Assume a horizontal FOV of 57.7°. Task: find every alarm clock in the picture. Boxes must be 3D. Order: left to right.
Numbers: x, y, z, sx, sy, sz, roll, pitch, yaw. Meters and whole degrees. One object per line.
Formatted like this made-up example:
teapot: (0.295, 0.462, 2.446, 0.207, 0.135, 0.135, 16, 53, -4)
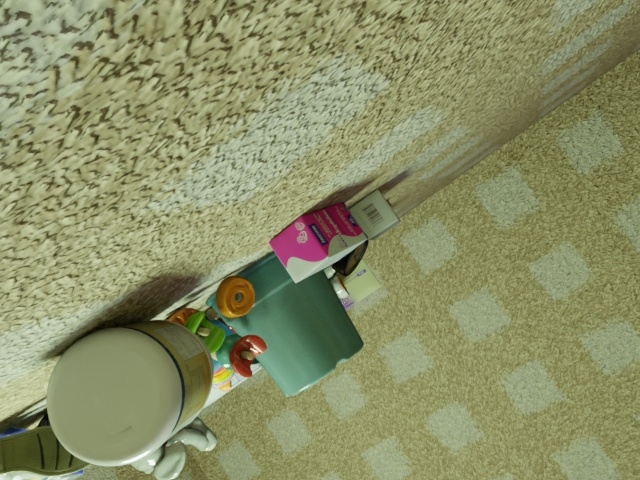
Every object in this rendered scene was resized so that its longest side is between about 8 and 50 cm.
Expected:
alarm clock: (0.091, 0.033, 1.697, 0.192, 0.064, 0.129, -16, 135, -61)

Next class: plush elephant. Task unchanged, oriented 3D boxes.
plush elephant: (-0.527, 0.656, 1.905, 0.255, 0.272, 0.330, -54, 162, -30)

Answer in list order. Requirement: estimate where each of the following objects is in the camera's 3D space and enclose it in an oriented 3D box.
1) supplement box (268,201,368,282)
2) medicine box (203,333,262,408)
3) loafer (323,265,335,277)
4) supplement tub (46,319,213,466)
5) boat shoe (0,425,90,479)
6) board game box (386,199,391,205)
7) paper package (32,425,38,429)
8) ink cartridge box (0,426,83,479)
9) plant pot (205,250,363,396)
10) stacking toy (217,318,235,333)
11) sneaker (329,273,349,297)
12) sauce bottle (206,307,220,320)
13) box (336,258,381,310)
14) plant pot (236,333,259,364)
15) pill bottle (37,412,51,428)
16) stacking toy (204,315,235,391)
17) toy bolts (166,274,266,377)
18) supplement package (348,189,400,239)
supplement box: (0.000, 0.000, 1.327, 0.114, 0.111, 0.220, -38, 174, 30)
medicine box: (-0.388, 0.436, 2.098, 0.289, 0.149, 0.263, -33, -159, -9)
loafer: (-0.016, 0.085, 1.924, 0.319, 0.111, 0.112, -34, -178, 39)
supplement tub: (-0.334, 0.268, 1.095, 0.228, 0.228, 0.316, -34, 174, 0)
boat shoe: (-0.667, 0.482, 1.296, 0.303, 0.113, 0.103, 11, 149, -37)
board game box: (0.117, -0.056, 1.947, 0.145, 0.027, 0.281, -41, 171, 40)
paper package: (-0.825, 0.657, 1.880, 0.310, 0.168, 0.325, -35, 173, 12)
ink cartridge box: (-0.759, 0.581, 1.450, 0.307, 0.072, 0.303, -30, 147, 11)
plant pot: (-0.077, 0.215, 1.574, 0.341, 0.334, 0.341, -33, 175, -3)
stacking toy: (-0.371, 0.355, 1.911, 0.330, 0.141, 0.141, -51, -178, -27)
sneaker: (0.020, 0.174, 1.982, 0.121, 0.099, 0.262, -28, 174, -4)
sauce bottle: (-0.296, 0.207, 1.743, 0.042, 0.042, 0.128, -36, 176, 19)
box: (0.072, 0.132, 2.175, 0.214, 0.243, 0.117, -35, 174, 0)
plant pot: (-0.158, 0.248, 1.906, 0.293, 0.196, 0.293, -27, 159, -12)
pill bottle: (-0.648, 0.472, 1.545, 0.219, 0.122, 0.123, -37, 174, 31)
stacking toy: (-0.319, 0.384, 1.780, 0.166, 0.175, 0.301, -46, 148, -25)
toy bolts: (-0.245, 0.209, 1.408, 0.159, 0.228, 0.218, -2, -135, 47)
supplement package: (0.156, -0.069, 1.661, 0.105, 0.105, 0.179, -35, 173, 8)
